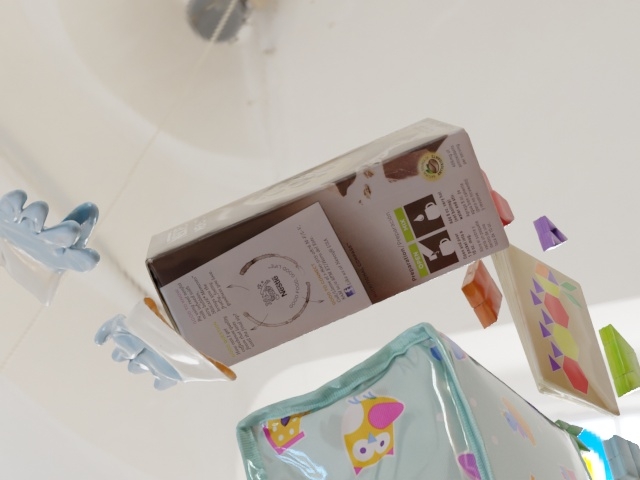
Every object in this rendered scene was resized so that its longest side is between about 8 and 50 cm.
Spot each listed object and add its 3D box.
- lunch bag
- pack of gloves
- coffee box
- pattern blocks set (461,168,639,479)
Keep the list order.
[{"bbox_3d":[0.091,0.205,0.661,0.223,0.160,0.262,39,-156,-50],"label":"lunch bag"},{"bbox_3d":[-0.157,0.032,0.948,0.195,0.232,0.046,41,-110,-10],"label":"pack of gloves"},{"bbox_3d":[0.000,0.000,1.171,0.297,0.168,0.119,-23,-80,-2],"label":"coffee box"},{"bbox_3d":[0.238,0.090,1.311,0.285,0.026,0.325,33,-144,-31],"label":"pattern blocks set"}]
